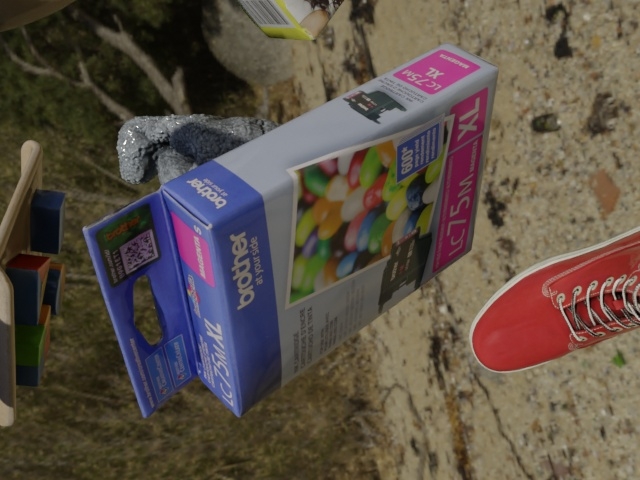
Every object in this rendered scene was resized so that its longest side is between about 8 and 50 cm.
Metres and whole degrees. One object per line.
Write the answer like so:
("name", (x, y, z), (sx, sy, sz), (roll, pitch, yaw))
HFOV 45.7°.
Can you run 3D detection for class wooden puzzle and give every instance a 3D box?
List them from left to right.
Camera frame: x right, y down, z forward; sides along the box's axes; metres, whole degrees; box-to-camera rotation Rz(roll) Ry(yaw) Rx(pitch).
("wooden puzzle", (-0.454, 0.062, 1.199), (0.348, 0.080, 0.322), (-104, 23, -50))

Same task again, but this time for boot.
("boot", (0.235, 0.058, 0.652), (0.088, 0.244, 0.176), (59, -163, 0))

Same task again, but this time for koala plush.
("koala plush", (-0.114, -0.025, 0.857), (0.203, 0.196, 0.221), (8, 96, 57))

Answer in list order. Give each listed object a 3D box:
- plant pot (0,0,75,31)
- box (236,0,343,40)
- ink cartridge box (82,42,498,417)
("plant pot", (-0.301, -0.384, 0.818), (0.284, 0.191, 0.284), (39, 140, 44))
("box", (0.022, -0.246, 0.497), (0.058, 0.232, 0.087), (20, 163, 50))
("ink cartridge box", (0.000, 0.000, 0.544), (0.065, 0.311, 0.186), (38, 145, 36))
